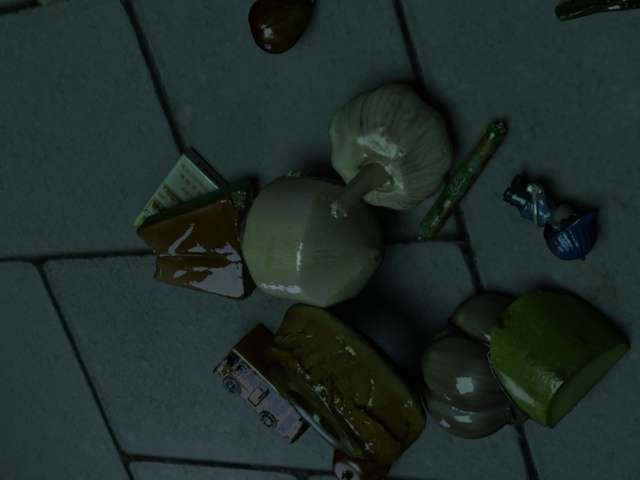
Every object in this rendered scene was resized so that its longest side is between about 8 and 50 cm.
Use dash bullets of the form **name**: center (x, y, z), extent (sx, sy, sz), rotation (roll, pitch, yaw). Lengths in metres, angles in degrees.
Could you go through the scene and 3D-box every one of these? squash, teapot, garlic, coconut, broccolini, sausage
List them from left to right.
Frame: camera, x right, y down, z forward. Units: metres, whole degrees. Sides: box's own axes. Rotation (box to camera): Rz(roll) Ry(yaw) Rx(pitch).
- **coconut**: center (0.000, 0.000, 1.895), extent (0.234, 0.224, 0.224), rotation (-5, 115, 37)
- **teapot**: center (0.071, 0.408, 2.171), extent (0.116, 0.116, 0.173), rotation (-18, 107, 41)
- **garlic**: center (0.074, -0.113, 1.754), extent (0.199, 0.226, 0.199), rotation (22, 134, 24)
- **sausage**: center (0.211, -0.086, 1.805), extent (0.033, 0.033, 0.269), rotation (39, 133, 8)
- **garlic**: center (0.244, 0.202, 1.884), extent (0.191, 0.160, 0.214), rotation (13, 128, 22)
- **squash**: center (0.344, 0.170, 1.773), extent (0.184, 0.085, 0.192), rotation (42, 92, -4)
- **broccolini**: center (0.383, -0.310, 1.519), extent (0.091, 0.068, 0.202), rotation (42, 138, -22)

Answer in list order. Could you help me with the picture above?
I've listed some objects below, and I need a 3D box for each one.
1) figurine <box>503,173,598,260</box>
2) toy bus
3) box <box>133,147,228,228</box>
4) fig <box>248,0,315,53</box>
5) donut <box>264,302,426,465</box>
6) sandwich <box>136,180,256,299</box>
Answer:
- **figurine**: center (0.333, -0.034, 1.728), extent (0.149, 0.087, 0.086), rotation (34, 170, 13)
- **toy bus**: center (-0.083, 0.261, 2.193), extent (0.201, 0.098, 0.114), rotation (43, 134, 6)
- **box**: center (-0.245, -0.057, 2.141), extent (0.122, 0.032, 0.220), rotation (43, 133, 1)
- **fig**: center (-0.045, -0.337, 1.798), extent (0.125, 0.089, 0.089), rotation (-24, 104, 21)
- **donut**: center (0.035, 0.250, 1.977), extent (0.330, 0.160, 0.330), rotation (34, 165, 11)
- **sandwich**: center (-0.221, -0.011, 2.090), extent (0.212, 0.063, 0.245), rotation (12, 131, 13)
